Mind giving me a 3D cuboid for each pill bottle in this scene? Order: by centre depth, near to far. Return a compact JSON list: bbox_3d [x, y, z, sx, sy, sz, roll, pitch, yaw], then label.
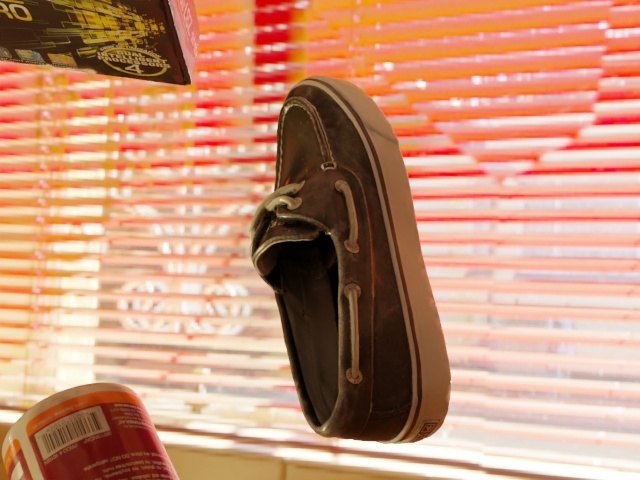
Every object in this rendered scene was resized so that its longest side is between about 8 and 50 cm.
[{"bbox_3d":[-0.112,0.160,0.531,0.086,0.152,0.086,-23,-34,-16],"label":"pill bottle"}]

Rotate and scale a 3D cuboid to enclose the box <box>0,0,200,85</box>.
[{"bbox_3d":[-0.360,-0.317,1.204,0.395,0.097,0.318,9,-16,0],"label":"box"}]

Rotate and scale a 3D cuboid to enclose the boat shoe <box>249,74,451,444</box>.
[{"bbox_3d":[0.000,0.000,0.686,0.102,0.301,0.108,7,-33,-32],"label":"boat shoe"}]
